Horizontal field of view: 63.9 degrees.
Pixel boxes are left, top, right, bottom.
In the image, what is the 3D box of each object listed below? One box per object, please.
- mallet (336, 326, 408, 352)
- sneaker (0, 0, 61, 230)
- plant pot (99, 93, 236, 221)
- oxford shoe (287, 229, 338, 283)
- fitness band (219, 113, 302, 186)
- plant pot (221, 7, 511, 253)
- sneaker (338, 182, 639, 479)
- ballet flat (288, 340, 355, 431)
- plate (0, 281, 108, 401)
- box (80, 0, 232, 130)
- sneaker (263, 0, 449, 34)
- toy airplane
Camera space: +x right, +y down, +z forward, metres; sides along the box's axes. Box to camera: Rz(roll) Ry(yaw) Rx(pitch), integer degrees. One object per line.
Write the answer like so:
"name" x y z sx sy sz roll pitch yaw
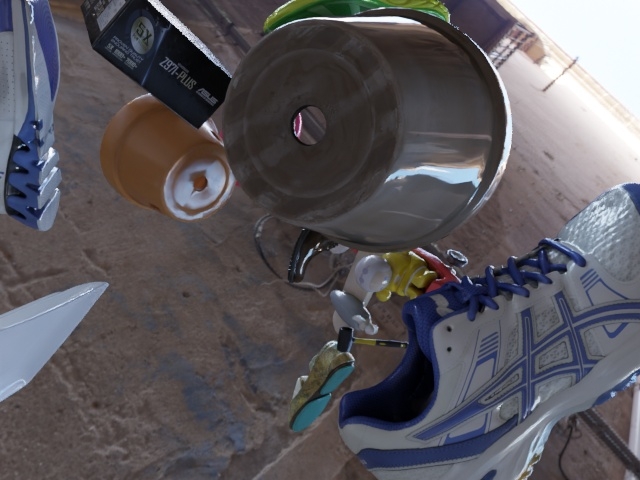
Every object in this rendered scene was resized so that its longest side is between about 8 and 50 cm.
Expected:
"mallet" 0.133 0.273 1.334 0.190 0.039 0.062 15 -84 -11
"sneaker" -0.442 -0.163 0.653 0.127 0.182 0.315 -118 -144 -62
"plant pot" -0.335 -0.176 1.209 0.203 0.291 0.290 37 -59 35
"oxford shoe" 0.000 0.000 1.104 0.096 0.083 0.227 27 -84 -1
"fitness band" -0.170 -0.283 1.425 0.209 0.054 0.290 23 -87 10
"plant pot" 0.044 -0.125 0.598 0.323 0.280 0.323 4 -80 23
"sneaker" 0.133 0.065 0.367 0.131 0.112 0.296 37 -88 -11
"ballet flat" -0.013 0.424 1.514 0.123 0.123 0.348 42 -57 17
"plate" -0.482 0.180 0.768 0.045 0.277 0.278 43 -74 0
"box" -0.199 -0.238 0.626 0.077 0.147 0.180 -45 -138 8
"sneaker" 0.064 -0.306 0.771 0.109 0.296 0.123 -154 -118 -70
"toy airplane" 0.146 0.039 1.268 0.384 0.272 0.386 -15 -85 30
